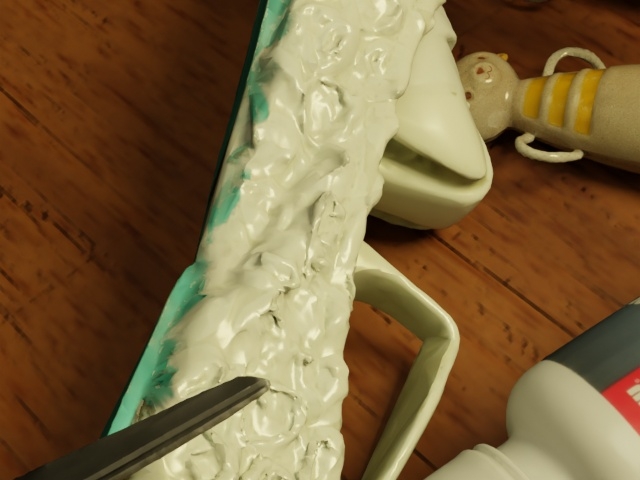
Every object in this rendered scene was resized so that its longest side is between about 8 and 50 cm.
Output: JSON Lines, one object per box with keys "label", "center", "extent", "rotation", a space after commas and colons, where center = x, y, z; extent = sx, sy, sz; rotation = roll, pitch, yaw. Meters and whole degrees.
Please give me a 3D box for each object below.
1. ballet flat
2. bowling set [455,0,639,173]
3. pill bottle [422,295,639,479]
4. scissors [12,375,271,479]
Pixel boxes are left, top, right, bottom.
{"label": "ballet flat", "center": [0.000, 0.000, 0.624], "extent": [0.147, 0.147, 0.409], "rotation": [7, 58, 17]}
{"label": "bowling set", "center": [0.151, -0.188, 0.677], "extent": [0.154, 0.200, 0.287], "rotation": [10, 53, 22]}
{"label": "pill bottle", "center": [0.131, 0.075, 0.532], "extent": [0.180, 0.108, 0.108], "rotation": [-32, 54, -12]}
{"label": "scissors", "center": [-0.127, 0.111, 0.514], "extent": [0.297, 0.021, 0.109], "rotation": [-16, 38, 46]}
